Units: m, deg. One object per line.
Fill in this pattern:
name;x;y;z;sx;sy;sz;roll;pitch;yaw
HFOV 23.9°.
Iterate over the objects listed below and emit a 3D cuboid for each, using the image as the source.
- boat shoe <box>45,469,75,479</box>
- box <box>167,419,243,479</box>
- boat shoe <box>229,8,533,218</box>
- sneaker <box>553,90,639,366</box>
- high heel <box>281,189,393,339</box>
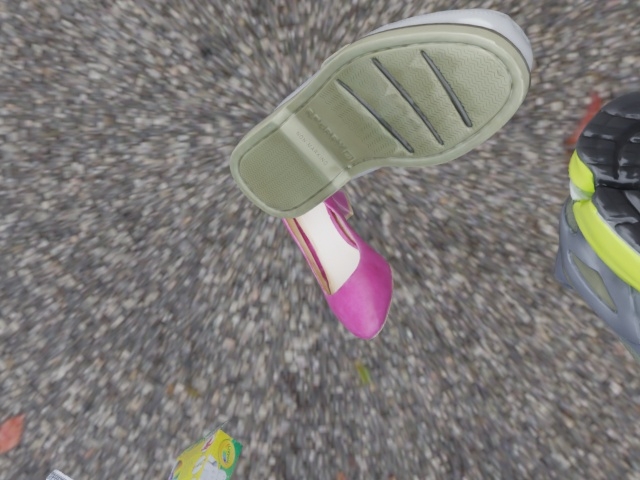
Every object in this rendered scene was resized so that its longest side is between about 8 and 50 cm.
boat shoe;-0.145;0.202;1.028;0.142;0.049;0.040;45;70;-42
box;-0.156;0.308;1.851;0.043;0.179;0.105;36;136;-17
boat shoe;0.049;-0.112;1.141;0.113;0.302;0.103;52;51;-16
sneaker;0.229;0.059;0.694;0.111;0.121;0.300;-40;76;-22
high heel;0.000;0.000;1.583;0.117;0.244;0.082;29;122;-35
